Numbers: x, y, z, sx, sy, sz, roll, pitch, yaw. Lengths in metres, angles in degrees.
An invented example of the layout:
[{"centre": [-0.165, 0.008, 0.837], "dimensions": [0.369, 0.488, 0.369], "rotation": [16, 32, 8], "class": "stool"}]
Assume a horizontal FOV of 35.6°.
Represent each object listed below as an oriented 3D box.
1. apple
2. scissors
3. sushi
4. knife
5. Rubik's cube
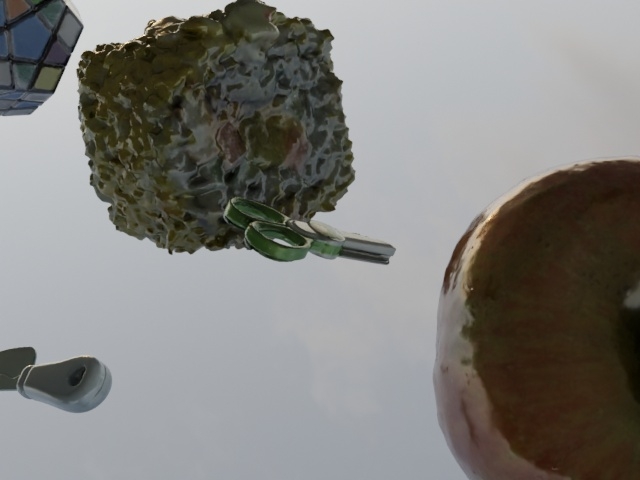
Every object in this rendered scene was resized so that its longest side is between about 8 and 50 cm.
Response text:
[{"centre": [0.219, 0.091, 0.702], "dimensions": [0.277, 0.250, 0.309], "rotation": [-41, -94, -6], "class": "apple"}, {"centre": [0.000, 0.000, 1.017], "dimensions": [0.204, 0.027, 0.101], "rotation": [11, -155, -38], "class": "scissors"}, {"centre": [-0.150, -0.172, 1.456], "dimensions": [0.240, 0.351, 0.396], "rotation": [9, -157, 40], "class": "sushi"}, {"centre": [-0.386, 0.171, 1.279], "dimensions": [0.331, 0.044, 0.080], "rotation": [-1, -126, 39], "class": "knife"}, {"centre": [-0.185, -0.118, 0.545], "dimensions": [0.111, 0.111, 0.093], "rotation": [-6, -96, 0], "class": "Rubik's cube"}]
